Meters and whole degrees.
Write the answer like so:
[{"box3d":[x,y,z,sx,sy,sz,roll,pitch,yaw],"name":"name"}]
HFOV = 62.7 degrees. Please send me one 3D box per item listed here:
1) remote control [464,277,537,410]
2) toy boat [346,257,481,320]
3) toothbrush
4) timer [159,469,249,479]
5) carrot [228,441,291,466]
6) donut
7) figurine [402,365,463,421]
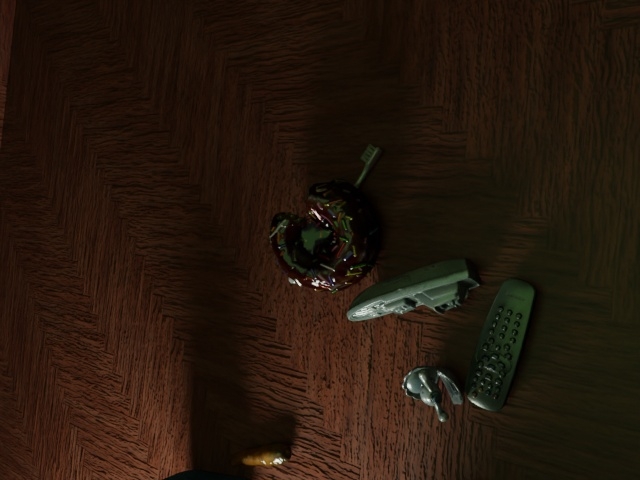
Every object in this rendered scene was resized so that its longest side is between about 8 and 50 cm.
[{"box3d":[0.296,0.169,0.855,0.072,0.042,0.221,21,100,36],"name":"remote control"},{"box3d":[0.157,0.103,0.940,0.261,0.078,0.085,-23,58,31],"name":"toy boat"},{"box3d":[0.026,-0.047,1.081,0.030,0.025,0.342,41,110,30],"name":"toothbrush"},{"box3d":[-0.303,0.581,1.130,0.232,0.250,0.091,-9,80,36],"name":"timer"},{"box3d":[-0.140,0.473,1.147,0.191,0.047,0.047,-23,73,33],"name":"carrot"},{"box3d":[0.001,0.000,1.029,0.230,0.096,0.216,-18,86,24],"name":"donut"},{"box3d":[0.194,0.252,0.897,0.082,0.094,0.086,-33,27,-9],"name":"figurine"}]
